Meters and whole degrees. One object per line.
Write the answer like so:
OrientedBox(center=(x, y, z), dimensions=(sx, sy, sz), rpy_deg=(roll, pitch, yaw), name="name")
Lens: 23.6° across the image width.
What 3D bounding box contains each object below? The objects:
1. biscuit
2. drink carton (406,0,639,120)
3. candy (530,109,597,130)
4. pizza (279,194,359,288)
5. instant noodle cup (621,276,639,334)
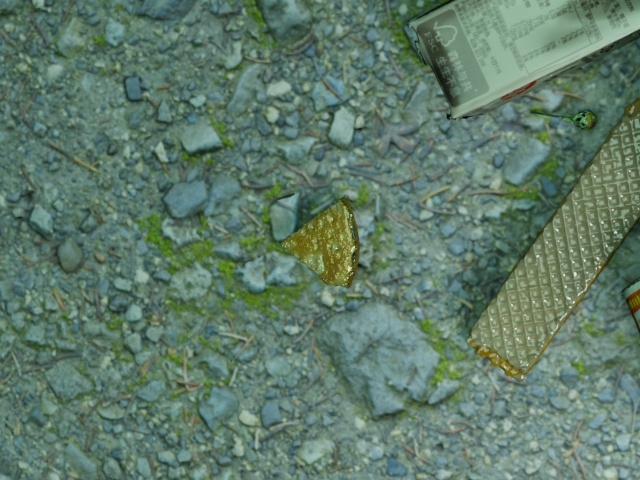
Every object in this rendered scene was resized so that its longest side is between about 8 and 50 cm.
OrientedBox(center=(0.309, 0.003, 1.856), dimensions=(0.094, 0.054, 0.378), rpy_deg=(37, 106, 11), name="biscuit")
OrientedBox(center=(0.282, -0.264, 1.762), dimensions=(0.325, 0.194, 0.132), rpy_deg=(-25, 90, 18), name="drink carton")
OrientedBox(center=(0.295, -0.152, 1.863), dimensions=(0.083, 0.025, 0.023), rpy_deg=(14, 57, 24), name="candy")
OrientedBox(center=(0.000, 0.000, 1.972), dimensions=(0.109, 0.026, 0.123), rpy_deg=(4, 100, 20), name="pizza")
OrientedBox(center=(0.455, 0.121, 1.768), dimensions=(0.193, 0.193, 0.212), rpy_deg=(-32, 77, 19), name="instant noodle cup")
